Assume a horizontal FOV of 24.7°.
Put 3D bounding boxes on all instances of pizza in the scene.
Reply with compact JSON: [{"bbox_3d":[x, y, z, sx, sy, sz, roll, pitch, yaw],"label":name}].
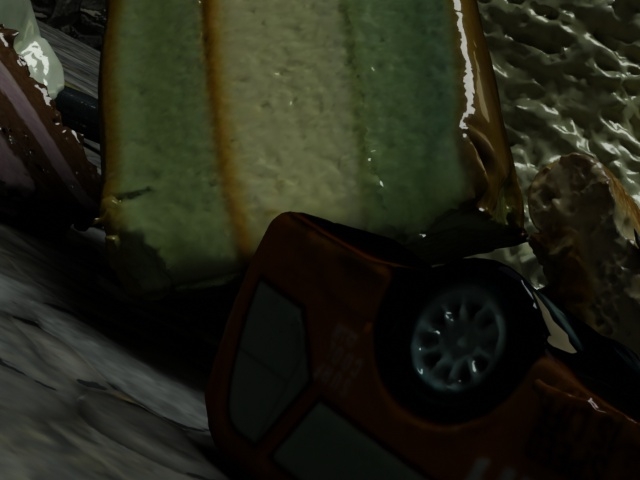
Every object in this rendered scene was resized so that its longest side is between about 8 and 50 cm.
[{"bbox_3d":[0.146,0.067,0.705,0.069,0.193,0.154,-16,-36,22],"label":"pizza"}]

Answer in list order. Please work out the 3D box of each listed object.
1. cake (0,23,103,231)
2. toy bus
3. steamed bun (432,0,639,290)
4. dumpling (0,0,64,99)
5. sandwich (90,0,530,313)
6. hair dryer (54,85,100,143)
[{"bbox_3d":[-0.219,-0.096,0.695,0.295,0.112,0.116,43,15,20],"label":"cake"},{"bbox_3d":[0.124,0.104,0.339,0.409,0.092,0.093,32,3,42],"label":"toy bus"},{"bbox_3d":[0.132,-0.038,0.937,0.290,0.272,0.273,34,5,21],"label":"steamed bun"},{"bbox_3d":[-0.285,-0.171,0.967,0.252,0.131,0.179,49,23,-6],"label":"dumpling"},{"bbox_3d":[-0.010,-0.081,0.611,0.155,0.198,0.227,-13,-4,8],"label":"sandwich"},{"bbox_3d":[-0.126,-0.068,1.082,0.255,0.070,0.128,22,4,11],"label":"hair dryer"}]
